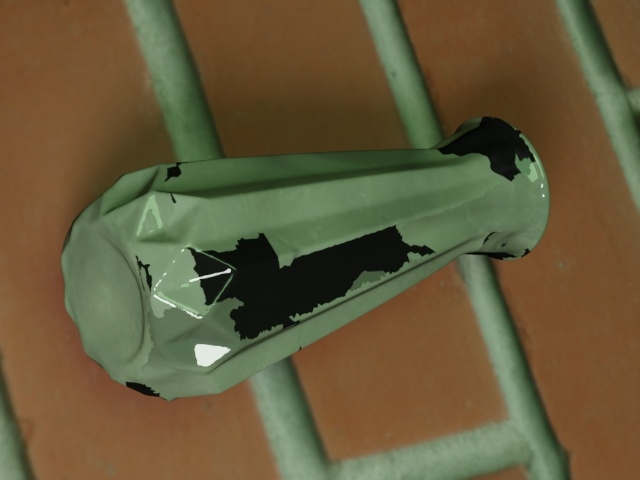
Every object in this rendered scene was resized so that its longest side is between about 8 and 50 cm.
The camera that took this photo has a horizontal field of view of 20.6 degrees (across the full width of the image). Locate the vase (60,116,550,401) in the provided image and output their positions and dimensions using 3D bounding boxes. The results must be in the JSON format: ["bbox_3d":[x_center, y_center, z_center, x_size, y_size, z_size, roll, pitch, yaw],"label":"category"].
[{"bbox_3d":[0.000,0.000,1.253,0.360,0.165,0.165,-16,76,-36],"label":"vase"}]
